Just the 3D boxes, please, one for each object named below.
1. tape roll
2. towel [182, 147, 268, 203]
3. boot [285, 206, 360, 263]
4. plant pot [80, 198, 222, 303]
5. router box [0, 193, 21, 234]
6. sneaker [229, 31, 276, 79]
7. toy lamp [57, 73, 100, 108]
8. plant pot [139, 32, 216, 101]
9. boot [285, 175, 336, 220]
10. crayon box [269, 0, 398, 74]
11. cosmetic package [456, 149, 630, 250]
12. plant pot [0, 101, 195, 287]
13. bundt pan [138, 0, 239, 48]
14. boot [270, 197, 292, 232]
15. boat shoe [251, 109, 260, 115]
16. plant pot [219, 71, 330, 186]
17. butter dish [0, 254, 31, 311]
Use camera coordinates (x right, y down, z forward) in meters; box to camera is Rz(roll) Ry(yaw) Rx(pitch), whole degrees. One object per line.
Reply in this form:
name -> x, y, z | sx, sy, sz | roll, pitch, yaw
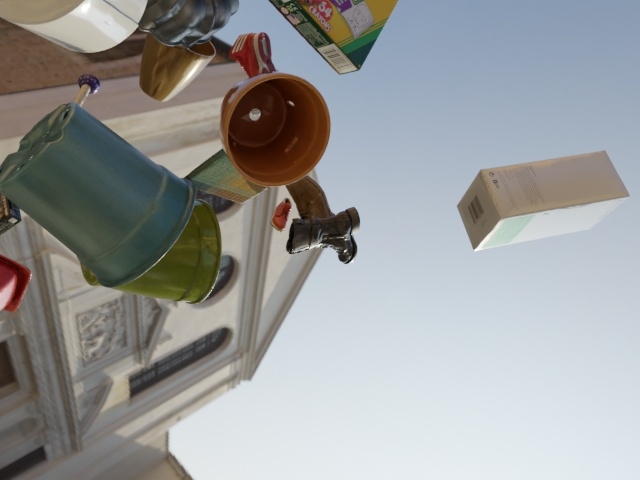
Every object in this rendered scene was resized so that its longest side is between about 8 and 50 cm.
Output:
tape roll -> -0.444, -0.467, 0.906 | 0.246, 0.169, 0.246 | 1, -85, 6
towel -> -0.246, -0.234, 1.735 | 0.370, 0.271, 0.040 | -24, -119, 38
boot -> 0.000, 0.000, 1.652 | 0.263, 0.229, 0.091 | 93, -24, -48
plant pot -> -0.571, 0.027, 1.725 | 0.366, 0.353, 0.367 | -6, -98, 48
router box -> -0.819, -0.075, 1.348 | 0.122, 0.092, 0.038 | 60, 7, 31
sneaker -> -0.214, -0.542, 1.670 | 0.128, 0.087, 0.221 | 15, -62, 30
toy lamp -> -0.762, -0.428, 1.655 | 0.275, 0.080, 0.080 | -93, -166, -49
plant pot -> -0.540, -0.632, 1.891 | 0.237, 0.237, 0.254 | 50, -61, 17
boot -> -0.037, -0.108, 1.834 | 0.112, 0.115, 0.305 | -22, -69, 39
crayon box -> 0.035, -0.705, 1.457 | 0.363, 0.313, 0.106 | 37, -16, -34
cosmetic package -> 0.578, -0.106, 1.401 | 0.197, 0.365, 0.155 | 100, -22, -63
plant pot -> -0.536, -0.121, 1.249 | 0.341, 0.341, 0.334 | 8, -30, 45
bundt pan -> -0.296, -0.601, 1.153 | 0.124, 0.331, 0.331 | 1, -69, 38
boot -> -0.140, -0.097, 1.954 | 0.059, 0.158, 0.084 | 28, -58, -22
boat shoe -> -0.167, -0.544, 1.962 | 0.083, 0.226, 0.076 | 54, -6, 47
plant pot -> -0.144, -0.313, 1.414 | 0.203, 0.290, 0.291 | -135, -141, -53
butter dish -> -0.643, 0.090, 0.967 | 0.160, 0.118, 0.160 | 32, -54, -15
